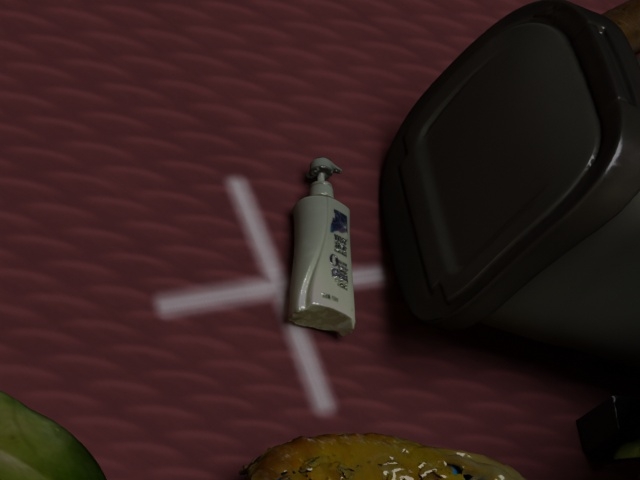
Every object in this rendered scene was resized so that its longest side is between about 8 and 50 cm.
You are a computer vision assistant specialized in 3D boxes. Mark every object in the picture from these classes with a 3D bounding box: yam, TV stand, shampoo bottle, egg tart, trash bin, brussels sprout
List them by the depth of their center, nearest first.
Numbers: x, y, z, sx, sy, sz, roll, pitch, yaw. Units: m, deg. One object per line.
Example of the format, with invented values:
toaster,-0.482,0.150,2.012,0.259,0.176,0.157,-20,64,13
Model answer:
brussels sprout,-0.188,0.163,1.041,0.155,0.117,0.155,14,36,-11
egg tart,0.066,0.215,1.142,0.291,0.107,0.291,16,15,-4
shampoo bottle,0.000,0.000,1.316,0.049,0.034,0.141,12,54,-19
trash bin,0.213,-0.020,1.343,0.250,0.219,0.220,22,38,-28
TV stand,0.315,0.149,1.406,0.256,0.049,0.040,8,59,-28
yam,0.247,-0.172,1.570,0.264,0.046,0.046,-27,78,-41

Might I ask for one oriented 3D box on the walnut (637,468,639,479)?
walnut,0.379,0.162,1.183,0.384,0.383,0.383,16,54,-23
